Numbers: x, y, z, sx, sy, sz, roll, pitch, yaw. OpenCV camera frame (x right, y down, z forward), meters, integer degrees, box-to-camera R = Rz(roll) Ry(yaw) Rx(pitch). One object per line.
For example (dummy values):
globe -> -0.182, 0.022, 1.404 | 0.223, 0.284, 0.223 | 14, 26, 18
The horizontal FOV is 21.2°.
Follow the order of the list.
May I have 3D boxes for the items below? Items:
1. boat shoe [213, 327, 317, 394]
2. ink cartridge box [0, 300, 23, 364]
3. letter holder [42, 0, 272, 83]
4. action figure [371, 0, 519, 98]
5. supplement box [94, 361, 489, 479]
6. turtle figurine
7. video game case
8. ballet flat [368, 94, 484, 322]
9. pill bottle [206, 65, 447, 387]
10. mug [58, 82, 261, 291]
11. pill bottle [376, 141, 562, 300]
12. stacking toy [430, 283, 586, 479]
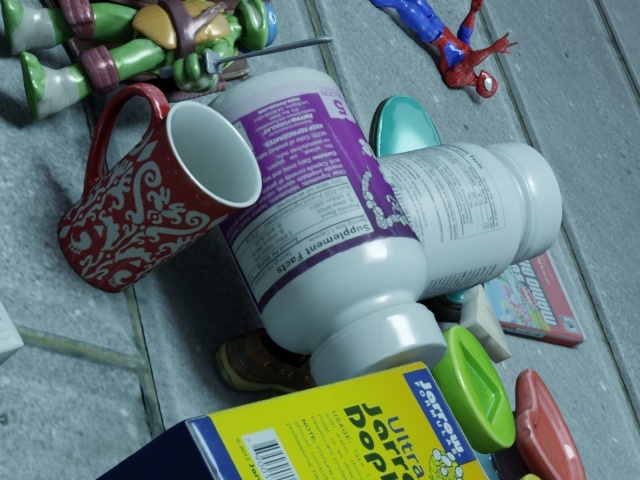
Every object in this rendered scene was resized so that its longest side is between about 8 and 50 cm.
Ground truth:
boat shoe -> -0.027, 0.114, 1.688 | 0.178, 0.060, 0.064 | 3, 57, -54
ink cartridge box -> -0.348, 0.024, 1.301 | 0.154, 0.093, 0.212 | -11, 66, -57
letter holder -> -0.155, -0.293, 1.845 | 0.302, 0.152, 0.214 | -8, 68, -57
action figure -> 0.171, -0.318, 2.349 | 0.280, 0.139, 0.091 | 48, 31, -14
supplement box -> -0.024, 0.247, 1.419 | 0.356, 0.194, 0.195 | -7, 65, -56
turtle figurine -> -0.161, -0.227, 1.624 | 0.266, 0.274, 0.198 | -15, 90, -14
video game case -> 0.215, 0.027, 2.156 | 0.285, 0.025, 0.204 | 14, 48, -48
ballet flat -> 0.110, -0.029, 2.001 | 0.095, 0.096, 0.280 | -9, 71, -19
pill bottle -> 0.000, 0.000, 1.619 | 0.169, 0.169, 0.301 | 3, 55, -53
mug -> -0.154, -0.048, 1.569 | 0.113, 0.169, 0.150 | 21, 42, -42
pill bottle -> 0.113, -0.019, 1.838 | 0.283, 0.160, 0.160 | -13, 68, -35
stacking toy -> 0.156, 0.216, 1.769 | 0.279, 0.130, 0.309 | 60, 18, -8
